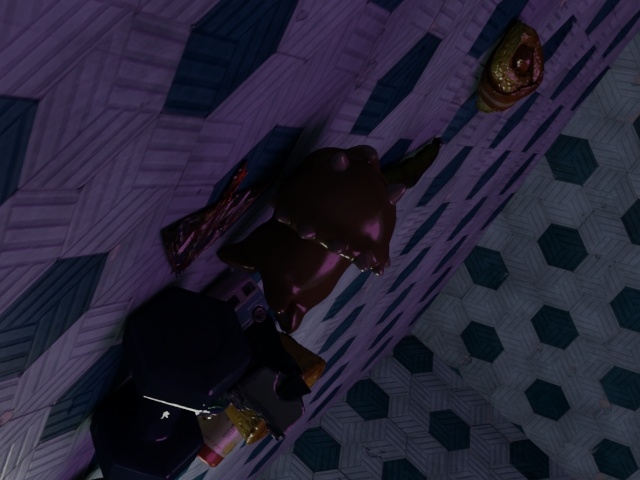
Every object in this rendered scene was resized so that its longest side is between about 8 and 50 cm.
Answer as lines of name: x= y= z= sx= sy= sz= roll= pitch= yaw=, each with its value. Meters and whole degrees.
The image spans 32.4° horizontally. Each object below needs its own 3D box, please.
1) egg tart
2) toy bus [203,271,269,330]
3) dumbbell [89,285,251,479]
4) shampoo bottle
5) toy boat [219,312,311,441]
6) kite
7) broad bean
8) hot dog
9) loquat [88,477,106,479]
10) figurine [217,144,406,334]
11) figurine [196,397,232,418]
egg tart: x=-0.106 y=0.241 z=1.923 sx=0.202 sy=0.147 sz=0.202 roll=-46 pitch=167 yaw=-14
toy bus: x=-0.136 y=0.101 z=1.526 sx=0.123 sy=0.075 sz=0.060 roll=-42 pitch=-154 yaw=-26
dumbbell: x=-0.203 y=0.202 z=1.442 sx=0.160 sy=0.144 sz=0.325 roll=-42 pitch=167 yaw=-41
shampoo bottle: x=-0.141 y=0.289 z=2.065 sx=0.278 sy=0.104 sz=0.104 roll=-47 pitch=169 yaw=-5
toy boat: x=-0.103 y=0.175 z=1.582 sx=0.122 sy=0.114 sz=0.296 roll=-38 pitch=-157 yaw=1
kite: x=-0.126 y=-0.025 z=1.302 sx=0.189 sy=0.009 sz=0.232 roll=-56 pitch=167 yaw=30
broad bean: x=0.146 y=-0.116 z=1.924 sx=0.297 sy=0.043 sz=0.060 roll=-33 pitch=135 yaw=-53
hot dog: x=0.341 y=-0.290 z=1.941 sx=0.123 sy=0.093 sz=0.261 roll=-45 pitch=169 yaw=-10
loquat: x=-0.354 y=0.456 z=1.737 sx=0.152 sy=0.152 sz=0.195 roll=-33 pitch=153 yaw=-52
figurine: x=0.000 y=-0.006 z=1.385 sx=0.247 sy=0.177 sz=0.173 roll=-41 pitch=-167 yaw=1
figurine: x=-0.180 y=0.237 z=1.712 sx=0.102 sy=0.111 sz=0.195 roll=-15 pitch=168 yaw=-7
